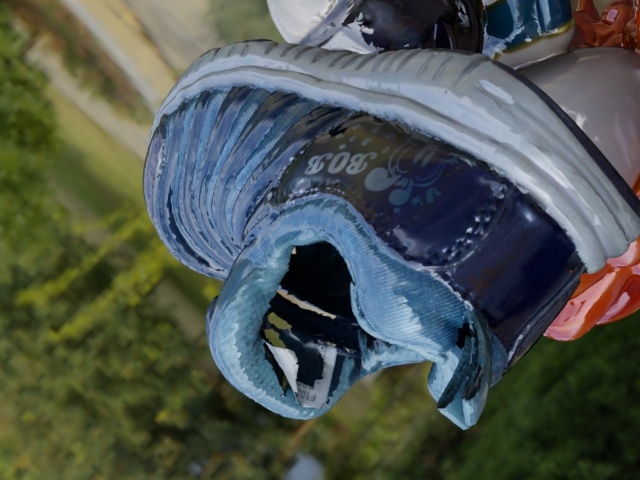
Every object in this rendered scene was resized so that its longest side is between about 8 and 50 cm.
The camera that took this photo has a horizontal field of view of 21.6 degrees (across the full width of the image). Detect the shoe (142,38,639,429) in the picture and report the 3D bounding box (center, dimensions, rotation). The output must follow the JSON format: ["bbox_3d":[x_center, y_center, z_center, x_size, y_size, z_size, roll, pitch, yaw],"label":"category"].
[{"bbox_3d":[0.000,0.000,0.518,0.091,0.106,0.207,44,163,-29],"label":"shoe"}]

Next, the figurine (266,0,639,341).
[{"bbox_3d":[0.133,-0.138,1.167,0.412,0.306,0.241,41,131,-23],"label":"figurine"}]
